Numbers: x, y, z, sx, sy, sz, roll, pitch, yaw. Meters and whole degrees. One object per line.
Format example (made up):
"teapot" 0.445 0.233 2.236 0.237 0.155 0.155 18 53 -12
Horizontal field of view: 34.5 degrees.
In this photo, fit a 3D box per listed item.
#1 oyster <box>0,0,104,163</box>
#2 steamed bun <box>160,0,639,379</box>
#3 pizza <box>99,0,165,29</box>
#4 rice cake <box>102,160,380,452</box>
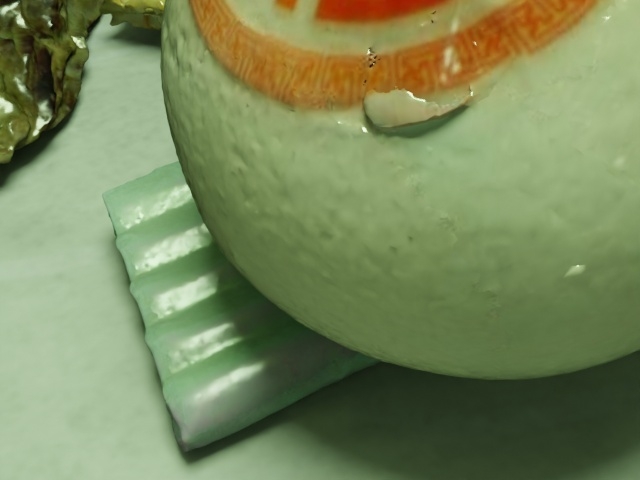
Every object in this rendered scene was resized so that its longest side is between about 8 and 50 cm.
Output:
"oyster" -0.265 -0.154 0.681 0.221 0.096 0.361 -8 42 10
"steamed bun" 0.059 -0.092 0.403 0.283 0.177 0.283 -12 59 21
"pizza" 0.003 -0.184 0.683 0.297 0.071 0.189 -23 58 -9
"rice cake" 0.000 0.000 0.520 0.198 0.037 0.189 -17 46 -9
